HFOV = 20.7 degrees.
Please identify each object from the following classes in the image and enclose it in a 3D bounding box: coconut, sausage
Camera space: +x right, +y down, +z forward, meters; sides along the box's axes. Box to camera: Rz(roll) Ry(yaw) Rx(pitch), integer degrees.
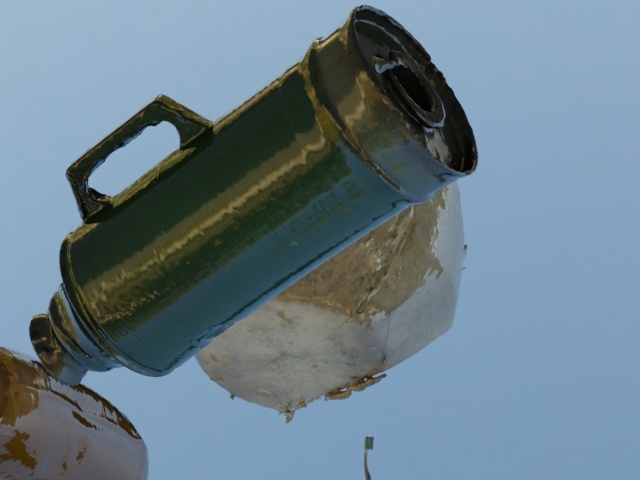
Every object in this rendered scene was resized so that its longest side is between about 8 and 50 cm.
[{"bbox_3d":[0.000,0.000,1.992,0.346,0.346,0.360,-2,-133,17],"label":"coconut"},{"bbox_3d":[-0.206,0.157,1.338,0.112,0.328,0.112,-6,-110,17],"label":"sausage"}]

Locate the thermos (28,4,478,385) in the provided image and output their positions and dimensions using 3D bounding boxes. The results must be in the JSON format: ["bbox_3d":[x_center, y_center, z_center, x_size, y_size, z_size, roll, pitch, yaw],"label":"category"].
[{"bbox_3d":[-0.038,-0.008,0.660,0.188,0.083,0.073,-35,-138,23],"label":"thermos"}]

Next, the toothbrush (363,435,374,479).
[{"bbox_3d":[0.057,0.298,2.086,0.013,0.131,0.011,-8,164,38],"label":"toothbrush"}]
